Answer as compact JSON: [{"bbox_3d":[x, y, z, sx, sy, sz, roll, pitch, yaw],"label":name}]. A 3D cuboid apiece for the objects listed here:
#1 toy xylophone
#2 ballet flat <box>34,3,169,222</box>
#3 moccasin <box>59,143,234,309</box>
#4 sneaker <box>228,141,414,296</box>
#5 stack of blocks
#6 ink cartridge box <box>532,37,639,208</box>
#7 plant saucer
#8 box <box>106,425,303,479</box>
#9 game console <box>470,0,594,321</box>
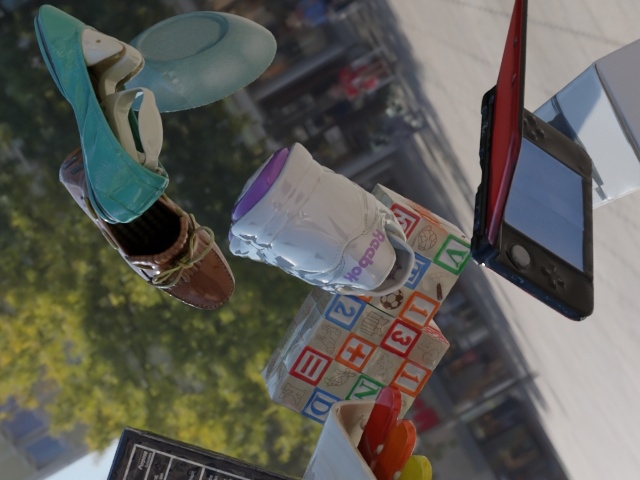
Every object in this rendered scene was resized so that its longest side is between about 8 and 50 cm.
[{"bbox_3d":[0.053,0.319,1.359,0.081,0.236,0.322,10,-149,-26],"label":"toy xylophone"},{"bbox_3d":[-0.198,-0.135,1.189,0.083,0.087,0.247,25,-141,-62],"label":"ballet flat"},{"bbox_3d":[-0.257,-0.008,1.999,0.147,0.139,0.380,46,172,50],"label":"moccasin"},{"bbox_3d":[0.000,0.000,1.082,0.152,0.114,0.305,35,-178,-1],"label":"sneaker"},{"bbox_3d":[0.075,0.100,1.606,0.171,0.297,0.087,27,-169,-20],"label":"stack of blocks"},{"bbox_3d":[0.350,-0.137,1.272,0.129,0.223,0.307,64,173,3],"label":"ink cartridge box"},{"bbox_3d":[-0.146,-0.208,1.368,0.195,0.195,0.037,-116,9,-52],"label":"plant saucer"},{"bbox_3d":[-0.161,0.436,1.707,0.294,0.296,0.183,17,170,5],"label":"box"},{"bbox_3d":[0.132,-0.049,0.711,0.124,0.085,0.144,31,-136,-20],"label":"game console"}]
